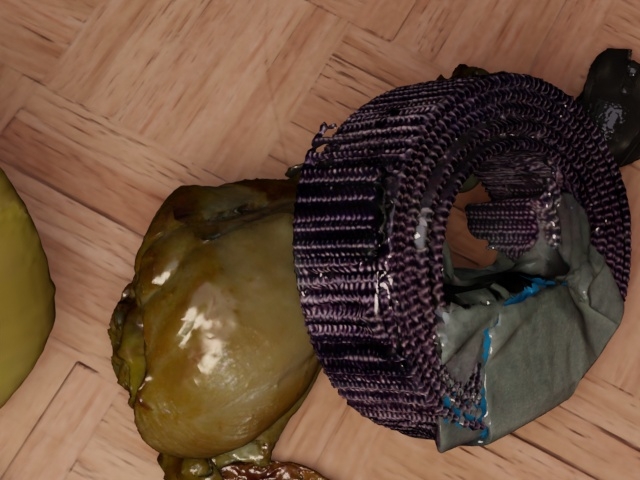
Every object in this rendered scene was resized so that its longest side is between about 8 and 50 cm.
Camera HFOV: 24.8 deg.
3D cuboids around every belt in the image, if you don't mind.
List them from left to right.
[{"bbox_3d":[0.114,0.009,1.078,0.324,0.122,0.260,-16,98,-49],"label":"belt"}]

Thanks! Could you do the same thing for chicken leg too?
[{"bbox_3d":[0.000,0.000,1.139,0.201,0.153,0.429,47,59,4],"label":"chicken leg"}]

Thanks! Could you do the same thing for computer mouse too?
[{"bbox_3d":[0.263,-0.121,1.279,0.079,0.047,0.135,27,61,4],"label":"computer mouse"}]

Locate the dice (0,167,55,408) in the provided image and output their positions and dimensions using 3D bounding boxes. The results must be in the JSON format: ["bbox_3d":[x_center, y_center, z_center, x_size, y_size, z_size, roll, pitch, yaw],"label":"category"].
[{"bbox_3d":[-0.338,0.010,0.986,0.226,0.233,0.238,-31,47,-26],"label":"dice"}]

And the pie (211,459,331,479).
[{"bbox_3d":[-0.057,0.204,1.080,0.191,0.033,0.088,-9,53,-9],"label":"pie"}]
